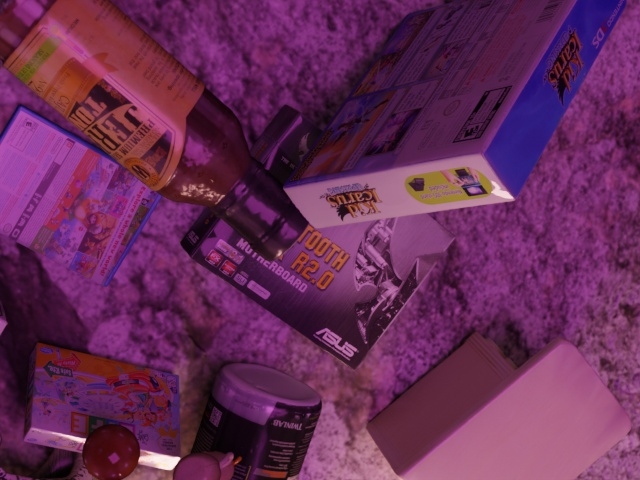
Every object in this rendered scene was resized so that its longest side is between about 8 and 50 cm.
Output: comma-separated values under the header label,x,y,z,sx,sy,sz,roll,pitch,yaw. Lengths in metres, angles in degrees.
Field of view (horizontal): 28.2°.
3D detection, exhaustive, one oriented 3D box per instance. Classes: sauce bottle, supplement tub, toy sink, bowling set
label,x,y,z,sx,sy,sz,roll,pitch,yaw
sauce bottle,-0.151,-0.113,1.178,0.344,0.111,0.111,40,90,-14
supplement tub,-0.079,0.234,1.333,0.117,0.117,0.190,15,100,-23
toy sink,0.195,0.205,1.417,0.234,0.131,0.153,-41,115,1
bowling set,-0.134,0.256,1.224,0.287,0.154,0.200,-30,79,-1

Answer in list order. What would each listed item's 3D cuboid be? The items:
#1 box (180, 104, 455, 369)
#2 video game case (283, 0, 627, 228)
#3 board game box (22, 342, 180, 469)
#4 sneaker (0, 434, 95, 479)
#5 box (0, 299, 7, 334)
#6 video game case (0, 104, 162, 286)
label,x,y,z,sx,sy,sz,roll,pitch,yaw
box,0.000,0.000,1.324,0.231,0.056,0.183,37,91,-25
video game case,0.124,-0.133,1.171,0.061,0.244,0.269,52,54,-26
board game box,-0.216,0.166,1.272,0.154,0.103,0.026,16,133,-24
sneaker,-0.353,0.261,1.185,0.410,0.158,0.182,9,81,-57
box,-0.442,0.146,1.192,0.169,0.087,0.290,32,93,-25
video game case,-0.251,-0.041,1.244,0.166,0.015,0.119,30,94,-25
